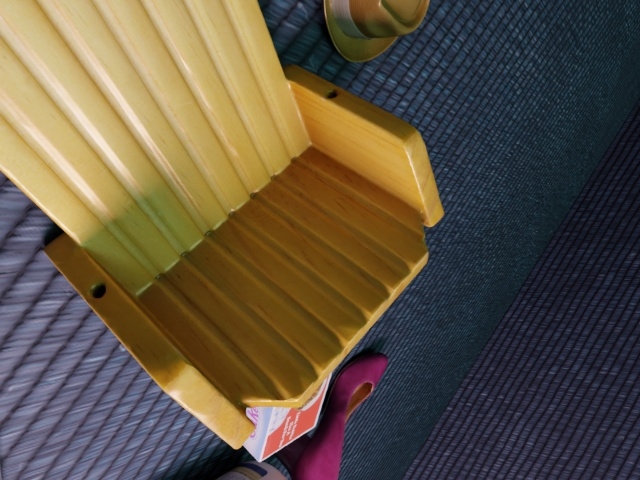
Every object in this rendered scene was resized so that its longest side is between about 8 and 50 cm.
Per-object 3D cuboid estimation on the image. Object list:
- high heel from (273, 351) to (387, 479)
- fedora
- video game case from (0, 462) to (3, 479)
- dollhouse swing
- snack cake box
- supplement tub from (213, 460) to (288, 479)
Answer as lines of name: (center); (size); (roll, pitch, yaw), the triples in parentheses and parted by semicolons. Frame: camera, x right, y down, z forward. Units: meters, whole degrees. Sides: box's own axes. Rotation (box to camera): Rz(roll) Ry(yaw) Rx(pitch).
high heel: (0.075, 0.415, 1.007); (0.377, 0.181, 0.127); (-36, 138, -30)
fedora: (0.089, -0.326, 0.581); (0.194, 0.079, 0.194); (-30, 135, -35)
video game case: (-0.358, 0.279, 0.397); (0.026, 0.196, 0.274); (9, 114, -8)
dollhouse swing: (-0.079, -0.069, 0.405); (0.347, 0.315, 0.305); (-44, 153, -20)
snack cake box: (-0.058, 0.251, 0.806); (0.152, 0.089, 0.264); (-11, 123, -49)
supplement tub: (-0.190, 0.546, 0.734); (0.316, 0.228, 0.228); (-8, 120, -48)
